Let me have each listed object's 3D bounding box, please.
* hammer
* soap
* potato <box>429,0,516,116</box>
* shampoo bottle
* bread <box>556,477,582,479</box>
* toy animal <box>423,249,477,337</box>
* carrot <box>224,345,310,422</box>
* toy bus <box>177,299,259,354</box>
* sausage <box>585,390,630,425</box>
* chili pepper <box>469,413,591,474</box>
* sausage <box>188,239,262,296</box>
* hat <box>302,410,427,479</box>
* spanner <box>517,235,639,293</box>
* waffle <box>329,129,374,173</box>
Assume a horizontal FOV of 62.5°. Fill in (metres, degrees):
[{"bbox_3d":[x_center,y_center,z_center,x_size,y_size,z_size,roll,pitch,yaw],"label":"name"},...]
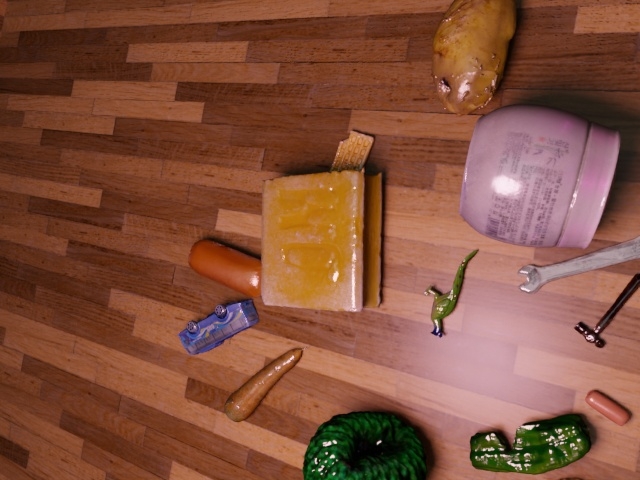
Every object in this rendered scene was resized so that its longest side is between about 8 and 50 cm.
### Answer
[{"bbox_3d":[0.589,0.131,1.059,0.065,0.021,0.178,39,102,26],"label":"hammer"},{"bbox_3d":[0.000,0.000,1.296,0.293,0.156,0.336,1,90,28],"label":"soap"},{"bbox_3d":[0.336,-0.429,1.178,0.172,0.140,0.301,12,87,23],"label":"potato"},{"bbox_3d":[0.422,-0.121,1.030,0.266,0.273,0.273,15,92,18],"label":"shampoo bottle"},{"bbox_3d":[0.498,0.596,1.000,0.178,0.133,0.250,-4,82,31],"label":"bread"},{"bbox_3d":[0.284,0.110,1.209,0.074,0.041,0.217,23,92,26],"label":"toy animal"},{"bbox_3d":[-0.139,0.365,1.390,0.298,0.078,0.078,-44,68,10],"label":"carrot"},{"bbox_3d":[-0.285,0.241,1.464,0.236,0.079,0.094,-30,74,22],"label":"toy bus"},{"bbox_3d":[0.567,0.331,1.044,0.083,0.034,0.034,35,101,26],"label":"sausage"},{"bbox_3d":[0.427,0.426,1.083,0.253,0.083,0.099,-25,73,28],"label":"chili pepper"},{"bbox_3d":[-0.251,0.074,1.452,0.274,0.105,0.105,19,94,27],"label":"sausage"},{"bbox_3d":[0.077,0.556,1.162,0.242,0.274,0.333,-121,41,-52],"label":"hat"},{"bbox_3d":[0.557,0.043,1.087,0.301,0.017,0.071,-19,76,24],"label":"spanner"},{"bbox_3d":[0.078,-0.213,1.355,0.092,0.021,0.135,22,95,27],"label":"waffle"}]
